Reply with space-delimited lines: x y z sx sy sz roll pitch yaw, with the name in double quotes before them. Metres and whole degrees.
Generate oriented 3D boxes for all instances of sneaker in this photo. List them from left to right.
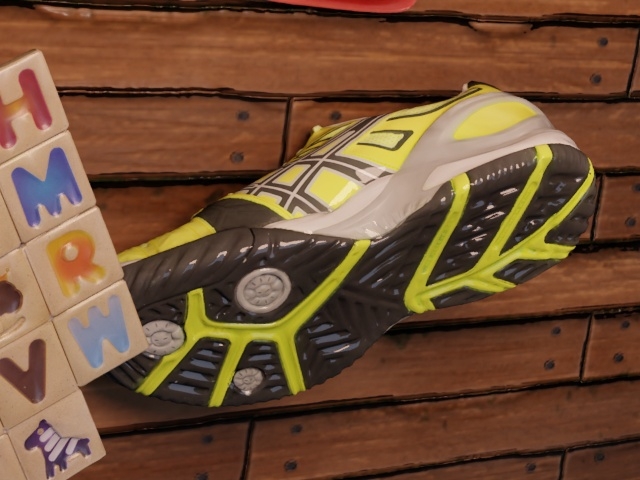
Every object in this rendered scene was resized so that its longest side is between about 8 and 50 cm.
"sneaker" 0.000 0.000 1.397 0.384 0.147 0.145 -18 129 -11

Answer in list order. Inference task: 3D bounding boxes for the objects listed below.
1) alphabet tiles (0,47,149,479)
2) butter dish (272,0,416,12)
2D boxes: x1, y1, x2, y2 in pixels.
"alphabet tiles" -0.259 0.042 1.204 0.285 0.011 0.342 -30 121 -21
"butter dish" 0.047 -0.232 1.350 0.160 0.118 0.160 1 105 -37
